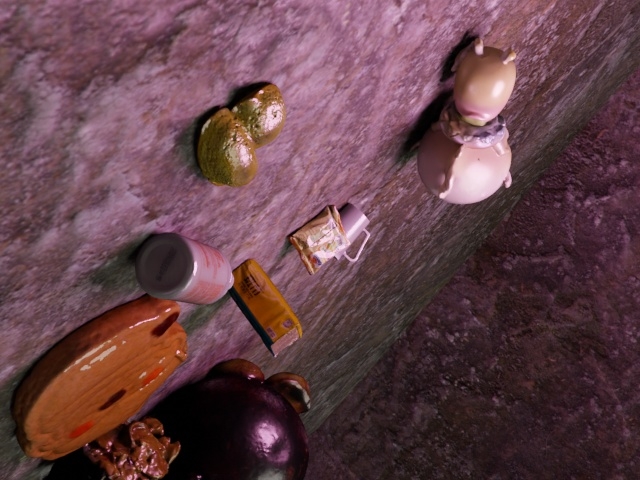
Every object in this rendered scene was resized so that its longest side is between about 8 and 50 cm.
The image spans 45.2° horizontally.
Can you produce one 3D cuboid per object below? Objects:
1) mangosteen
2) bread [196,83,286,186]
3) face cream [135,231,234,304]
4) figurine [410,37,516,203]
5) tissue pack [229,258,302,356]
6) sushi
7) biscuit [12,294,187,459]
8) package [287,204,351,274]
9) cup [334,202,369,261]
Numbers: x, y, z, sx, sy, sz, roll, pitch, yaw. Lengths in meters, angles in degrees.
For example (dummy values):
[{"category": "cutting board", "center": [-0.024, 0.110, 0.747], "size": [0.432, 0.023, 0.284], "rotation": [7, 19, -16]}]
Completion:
[{"category": "mangosteen", "center": [-0.200, 0.480, 1.875], "size": [0.382, 0.382, 0.435], "rotation": [-54, 177, 33]}, {"category": "bread", "center": [-0.097, -0.135, 1.075], "size": [0.149, 0.065, 0.188], "rotation": [-43, 162, -18]}, {"category": "face cream", "center": [-0.197, 0.054, 1.242], "size": [0.101, 0.101, 0.251], "rotation": [-44, 163, 5]}, {"category": "figurine", "center": [0.298, -0.218, 1.530], "size": [0.394, 0.226, 0.275], "rotation": [97, 15, -52]}, {"category": "tissue pack", "center": [-0.111, 0.133, 1.522], "size": [0.082, 0.169, 0.120], "rotation": [-34, 162, -10]}, {"category": "sushi", "center": [-0.421, 0.468, 1.592], "size": [0.204, 0.200, 0.213], "rotation": [-52, 168, 5]}, {"category": "biscuit", "center": [-0.390, 0.262, 1.391], "size": [0.349, 0.078, 0.455], "rotation": [-33, 162, -18]}, {"category": "package", "center": [0.002, -0.001, 1.597], "size": [0.120, 0.031, 0.108], "rotation": [-38, 120, -15]}, {"category": "cup", "center": [0.056, -0.009, 1.674], "size": [0.116, 0.104, 0.074], "rotation": [-45, -179, -5]}]
